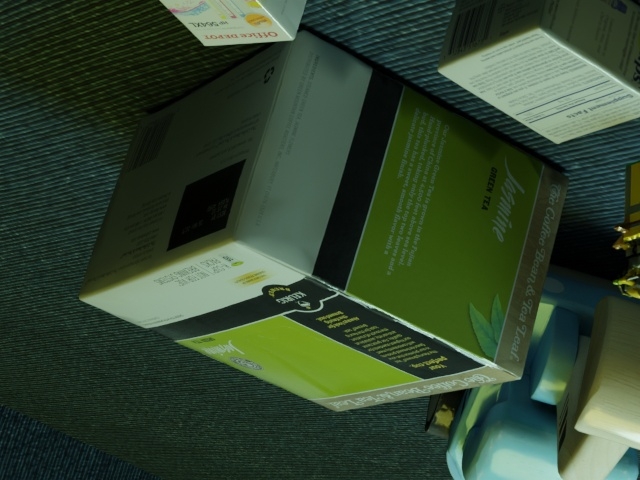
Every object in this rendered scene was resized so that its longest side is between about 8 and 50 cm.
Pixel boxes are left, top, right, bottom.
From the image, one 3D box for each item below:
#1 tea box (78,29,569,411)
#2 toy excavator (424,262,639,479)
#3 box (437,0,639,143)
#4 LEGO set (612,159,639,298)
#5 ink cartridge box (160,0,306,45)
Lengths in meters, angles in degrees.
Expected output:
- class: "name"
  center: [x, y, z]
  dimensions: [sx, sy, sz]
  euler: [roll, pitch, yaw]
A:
- class: "tea box"
  center: [0.000, 0.000, 1.661]
  dimensions: [0.323, 0.220, 0.329]
  euler: [27, 157, -25]
- class: "toy excavator"
  center: [0.252, 0.163, 1.676]
  dimensions: [0.222, 0.445, 0.433]
  euler: [17, 123, -2]
- class: "box"
  center: [0.188, -0.148, 1.357]
  dimensions: [0.137, 0.072, 0.126]
  euler: [28, 156, -27]
- class: "LEGO set"
  center: [0.394, 0.047, 1.362]
  dimensions: [0.255, 0.192, 0.331]
  euler: [-15, 152, 43]
- class: "ink cartridge box"
  center: [-0.070, -0.218, 1.344]
  dimensions: [0.092, 0.090, 0.143]
  euler: [1, 154, 33]
